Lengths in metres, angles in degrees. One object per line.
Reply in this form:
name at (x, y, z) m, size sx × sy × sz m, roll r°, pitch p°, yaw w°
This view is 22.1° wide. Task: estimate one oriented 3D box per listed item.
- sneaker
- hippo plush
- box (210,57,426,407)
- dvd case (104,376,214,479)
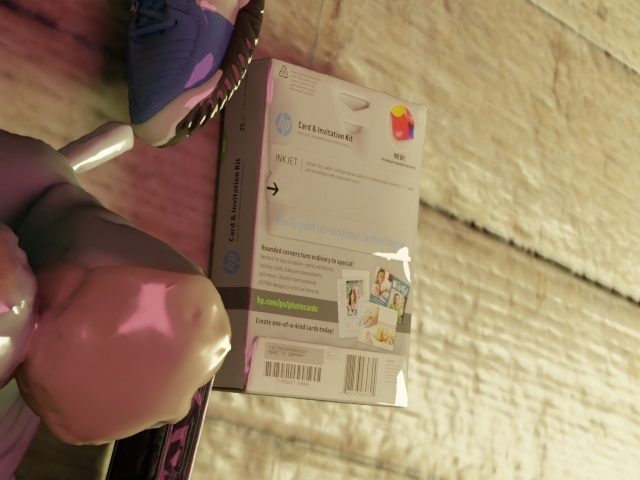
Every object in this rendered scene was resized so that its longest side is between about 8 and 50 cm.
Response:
sneaker at (-0.076, -0.146, 0.852) m, size 0.081 × 0.080 × 0.211 m, roll 28°, pitch 58°, yaw -38°
hippo plush at (-0.190, 0.068, 0.643) m, size 0.234 × 0.294 × 0.236 m, roll 15°, pitch 103°, yaw -21°
box at (0.000, 0.000, 0.952) m, size 0.145 × 0.038 × 0.186 m, roll 11°, pitch 82°, yaw -48°
dvd case at (-0.088, 0.140, 0.737) m, size 0.018 × 0.221 × 0.164 m, roll 16°, pitch 74°, yaw -10°
